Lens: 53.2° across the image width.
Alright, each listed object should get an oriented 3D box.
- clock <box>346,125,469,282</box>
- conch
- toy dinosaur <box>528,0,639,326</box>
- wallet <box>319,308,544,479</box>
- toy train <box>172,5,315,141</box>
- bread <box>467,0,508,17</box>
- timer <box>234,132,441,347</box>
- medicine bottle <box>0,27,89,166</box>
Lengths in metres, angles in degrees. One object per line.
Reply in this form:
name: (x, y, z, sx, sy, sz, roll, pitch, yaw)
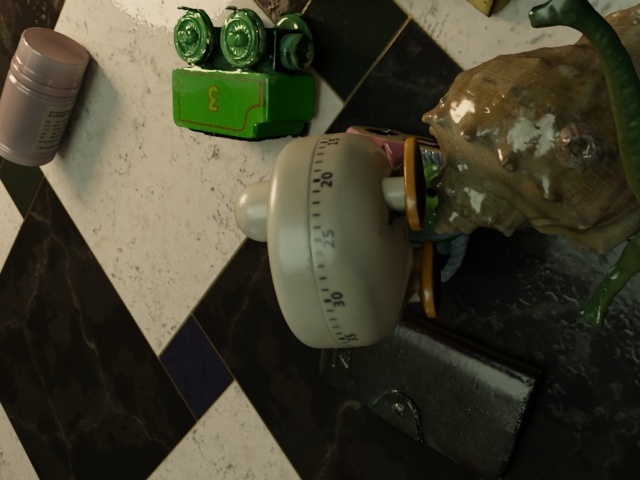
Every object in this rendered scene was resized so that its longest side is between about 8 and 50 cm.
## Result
clock: (0.103, -0.037, 0.822, 0.194, 0.100, 0.196, 22, 112, 31)
conch: (0.258, -0.085, 0.624, 0.324, 0.186, 0.263, -32, 123, 32)
toy dinosaur: (0.344, -0.018, 0.515, 0.446, 0.087, 0.301, 9, 123, -1)
wallet: (0.129, 0.185, 0.874, 0.318, 0.045, 0.173, 24, 110, 34)
toy train: (-0.116, -0.242, 0.938, 0.243, 0.132, 0.188, 14, 111, 37)
bread: (0.124, -0.375, 0.698, 0.240, 0.178, 0.135, 52, 123, 16)
timer: (0.000, 0.000, 0.695, 0.240, 0.233, 0.234, -5, 95, 15)
medicine bottle: (-0.559, -0.280, 1.265, 0.133, 0.133, 0.250, 48, 124, 21)
